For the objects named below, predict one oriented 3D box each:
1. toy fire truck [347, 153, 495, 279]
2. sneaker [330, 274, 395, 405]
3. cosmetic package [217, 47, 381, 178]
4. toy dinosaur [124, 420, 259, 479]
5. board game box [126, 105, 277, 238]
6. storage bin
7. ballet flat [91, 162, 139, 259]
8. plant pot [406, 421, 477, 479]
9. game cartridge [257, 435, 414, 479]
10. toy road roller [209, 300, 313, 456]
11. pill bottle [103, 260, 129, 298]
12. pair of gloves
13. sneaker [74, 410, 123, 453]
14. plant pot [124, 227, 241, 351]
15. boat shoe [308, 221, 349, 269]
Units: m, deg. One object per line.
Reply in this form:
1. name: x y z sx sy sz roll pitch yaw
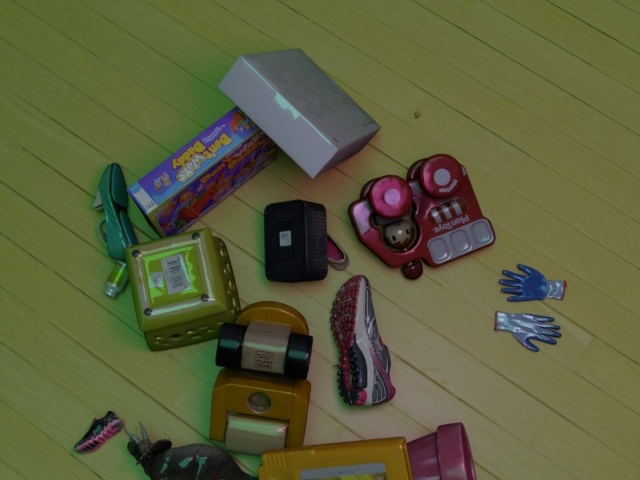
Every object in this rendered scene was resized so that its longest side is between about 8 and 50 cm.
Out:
1. toy fire truck: 0.232 -0.050 1.962 0.302 0.169 0.254 -23 93 -5
2. sneaker: 0.096 0.225 1.907 0.112 0.121 0.299 6 70 -28
3. cosmetic package: -0.033 -0.298 1.904 0.284 0.377 0.097 42 113 4
4. toy dinosaur: -0.275 0.494 1.805 0.313 0.121 0.160 4 101 2
5. board game box: -0.262 -0.155 1.946 0.347 0.233 0.078 -39 77 -10
6. storage bin: -0.057 0.003 1.937 0.122 0.084 0.180 -7 82 36
7. ballet flat: -0.497 -0.067 2.004 0.087 0.083 0.247 -19 72 9
8. plant pot: 0.230 0.498 1.784 0.180 0.201 0.201 -12 73 13
9. game cartridge: 0.042 0.558 1.734 0.323 0.052 0.285 -11 93 16
10. toy road roller: -0.116 0.289 1.860 0.202 0.240 0.329 8 111 2
11. pill bottle: -0.473 0.092 1.973 0.043 0.043 0.083 24 75 7
12. pair of gloves: 0.486 0.156 1.960 0.159 0.023 0.198 11 73 4
13. sneaker: -0.498 0.425 1.881 0.119 0.047 0.057 -35 56 -11
14. plant pot: -0.309 0.102 1.885 0.227 0.207 0.228 -13 73 -3
15. boat shoe: 0.000 0.000 1.989 0.170 0.059 0.063 38 78 11
